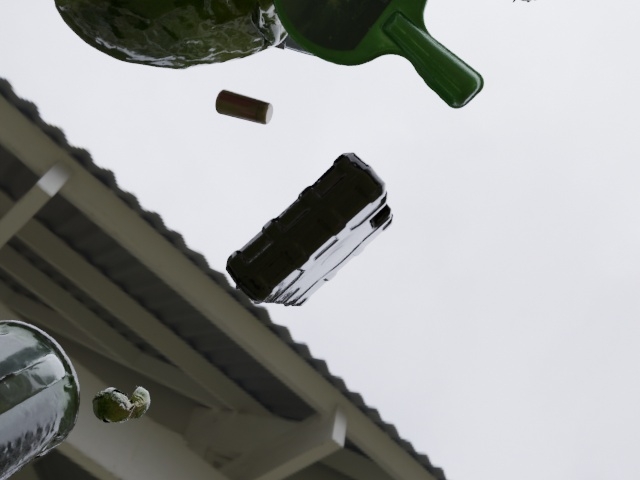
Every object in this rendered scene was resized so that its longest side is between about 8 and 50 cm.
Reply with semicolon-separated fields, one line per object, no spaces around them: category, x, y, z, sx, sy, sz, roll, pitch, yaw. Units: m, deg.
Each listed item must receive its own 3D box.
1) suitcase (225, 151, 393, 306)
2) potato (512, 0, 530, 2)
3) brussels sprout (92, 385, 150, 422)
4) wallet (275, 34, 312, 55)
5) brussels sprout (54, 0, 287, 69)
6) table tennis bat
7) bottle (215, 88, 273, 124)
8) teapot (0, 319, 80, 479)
suitcase;0.000;0.000;0.900;0.206;0.285;0.066;-42;-100;1
potato;0.371;-0.471;1.084;0.116;0.299;0.239;44;-58;22
brussels sprout;-0.262;0.219;0.945;0.083;0.051;0.046;1;-49;-48
wallet;-0.082;-0.385;1.210;0.250;0.176;0.075;14;-90;-2
brussels sprout;-0.202;-0.384;0.924;0.315;0.276;0.371;-25;-25;24
table tennis bat;0.061;-0.230;0.709;0.257;0.039;0.160;44;-76;4
bottle;-0.131;-0.231;1.221;0.096;0.045;0.045;17;-55;14
teapot;-0.390;0.195;0.753;0.270;0.337;0.200;-31;-89;15
